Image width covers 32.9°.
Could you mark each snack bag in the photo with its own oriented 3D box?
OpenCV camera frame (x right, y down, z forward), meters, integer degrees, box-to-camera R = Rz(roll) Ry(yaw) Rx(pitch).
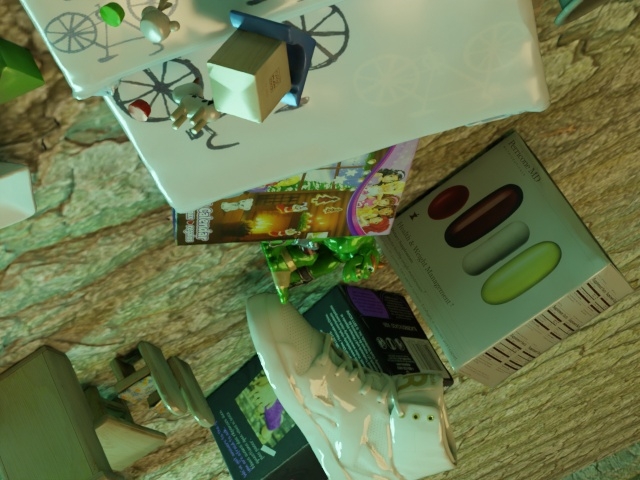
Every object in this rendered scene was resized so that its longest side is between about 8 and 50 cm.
[{"bbox_3d":[-0.019,-0.153,0.714,0.323,0.037,0.342,-16,141,6],"label":"snack bag"}]

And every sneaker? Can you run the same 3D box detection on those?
[{"bbox_3d":[0.048,0.155,1.204,0.169,0.108,0.292,-23,114,17],"label":"sneaker"}]

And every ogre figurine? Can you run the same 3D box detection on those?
[{"bbox_3d":[0.000,0.000,1.098,0.118,0.097,0.197,-18,145,-2],"label":"ogre figurine"}]

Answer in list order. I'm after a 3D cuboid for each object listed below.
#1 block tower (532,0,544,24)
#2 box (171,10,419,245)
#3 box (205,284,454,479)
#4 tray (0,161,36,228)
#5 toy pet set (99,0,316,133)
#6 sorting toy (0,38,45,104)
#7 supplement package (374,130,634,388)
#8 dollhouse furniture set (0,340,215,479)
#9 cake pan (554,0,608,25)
[{"bbox_3d":[0.122,-0.231,0.821,0.097,0.091,0.335,-21,152,-18],"label":"block tower"},{"bbox_3d":[-0.019,-0.100,0.878,0.201,0.057,0.293,-4,148,-10],"label":"box"},{"bbox_3d":[0.006,0.198,1.392,0.270,0.143,0.165,-42,151,23],"label":"box"},{"bbox_3d":[-0.343,0.001,0.787,0.270,0.030,0.145,-22,173,-16],"label":"tray"},{"bbox_3d":[-0.068,-0.127,0.674,0.065,0.114,0.122,-55,154,-35],"label":"toy pet set"},{"bbox_3d":[-0.332,-0.076,0.680,0.348,0.047,0.196,-27,153,-6],"label":"sorting toy"},{"bbox_3d":[0.209,0.026,1.239,0.203,0.194,0.149,-37,154,12],"label":"supplement package"},{"bbox_3d":[-0.244,0.232,1.178,0.212,0.161,0.242,-34,153,7],"label":"dollhouse furniture set"},{"bbox_3d":[0.296,-0.275,0.848,0.293,0.054,0.293,-34,179,-1],"label":"cake pan"}]
